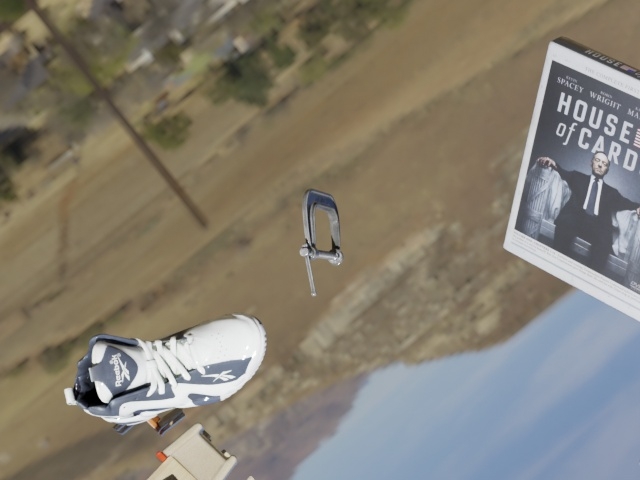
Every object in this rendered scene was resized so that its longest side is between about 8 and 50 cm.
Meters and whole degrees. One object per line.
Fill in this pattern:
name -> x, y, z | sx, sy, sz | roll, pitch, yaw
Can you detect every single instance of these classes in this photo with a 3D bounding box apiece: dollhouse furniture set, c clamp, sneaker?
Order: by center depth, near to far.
sneaker -> -0.186, 0.143, 1.677 | 0.235, 0.094, 0.153 | -18, 166, 24
c clamp -> 0.000, 0.000, 1.949 | 0.022, 0.137, 0.160 | -9, 179, 18
dollhouse furniture set -> -0.198, 0.346, 2.192 | 0.135, 0.262, 0.259 | -46, 175, -10

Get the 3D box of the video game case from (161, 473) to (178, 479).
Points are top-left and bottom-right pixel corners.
video game case -> -0.110, 0.425, 1.712 | 0.035, 0.275, 0.248 | -33, -168, 5

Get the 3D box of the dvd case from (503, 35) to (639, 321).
dvd case -> 0.278, -0.058, 1.459 | 0.029, 0.179, 0.239 | -26, 135, -42
